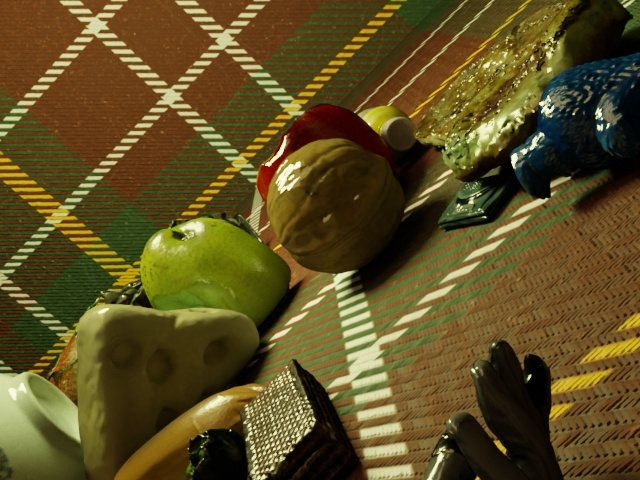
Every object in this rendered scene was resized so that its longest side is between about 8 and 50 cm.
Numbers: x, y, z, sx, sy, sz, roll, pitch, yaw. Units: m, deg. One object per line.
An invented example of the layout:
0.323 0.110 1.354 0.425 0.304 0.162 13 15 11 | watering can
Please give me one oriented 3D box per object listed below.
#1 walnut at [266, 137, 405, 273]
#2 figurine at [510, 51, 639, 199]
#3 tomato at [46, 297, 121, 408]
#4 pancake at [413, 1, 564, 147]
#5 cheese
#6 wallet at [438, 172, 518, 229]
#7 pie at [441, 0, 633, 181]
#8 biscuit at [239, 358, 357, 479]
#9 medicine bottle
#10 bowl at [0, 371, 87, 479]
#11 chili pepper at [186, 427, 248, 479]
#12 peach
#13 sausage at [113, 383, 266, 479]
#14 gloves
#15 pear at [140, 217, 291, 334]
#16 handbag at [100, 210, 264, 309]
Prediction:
0.026 -0.058 1.321 0.228 0.228 0.228 -44 13 13 | walnut
0.323 -0.153 0.881 0.262 0.121 0.164 -38 12 26 | figurine
-0.410 0.279 1.613 0.303 0.239 0.303 -59 8 13 | tomato
0.319 -0.303 1.488 0.356 0.065 0.356 -47 14 15 | pancake
-0.257 0.275 1.368 0.130 0.351 0.328 4 87 40 | cheese
0.219 -0.059 1.137 0.088 0.026 0.129 -51 14 -18 | wallet
0.302 -0.218 1.124 0.288 0.103 0.354 -48 -1 43 | pie
-0.033 0.230 0.968 0.106 0.070 0.252 -45 12 1 | biscuit
0.139 -0.221 1.681 0.122 0.122 0.212 -47 13 -3 | medicine bottle
-0.503 0.349 1.341 0.196 0.435 0.435 -43 12 -6 | bowl
-0.168 0.336 1.007 0.148 0.116 0.264 -2 -39 -51 | chili pepper
0.014 -0.136 1.533 0.275 0.245 0.248 -4 -78 -63 | peach
-0.173 0.294 1.159 0.328 0.112 0.112 -40 14 22 | sausage
0.097 0.203 0.544 0.142 0.119 0.285 -19 44 64 | gloves
-0.230 0.084 1.576 0.292 0.292 0.159 -38 19 35 | pear
-0.343 0.080 2.010 0.325 0.162 0.327 -44 -12 18 | handbag
